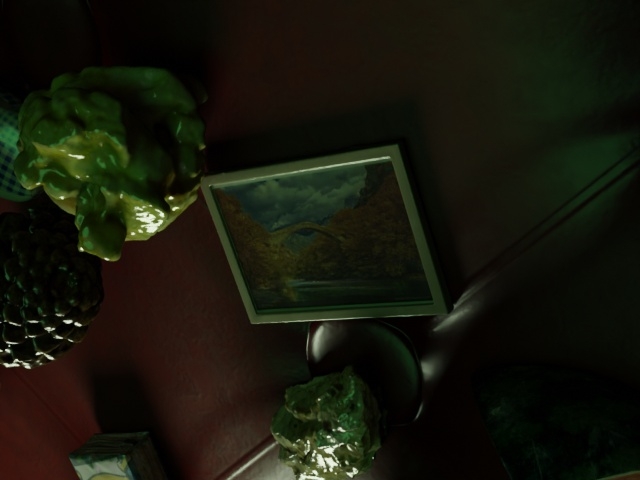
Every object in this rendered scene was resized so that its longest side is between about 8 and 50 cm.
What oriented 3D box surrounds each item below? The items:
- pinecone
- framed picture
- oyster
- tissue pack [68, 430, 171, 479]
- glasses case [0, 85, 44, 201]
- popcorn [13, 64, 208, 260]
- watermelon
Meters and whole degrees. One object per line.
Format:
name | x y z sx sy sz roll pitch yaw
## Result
pinecone | -0.349 0.054 1.074 0.204 0.184 0.179 1 128 59
framed picture | 0.000 0.000 0.927 0.250 0.016 0.184 -5 112 33
oyster | 0.005 0.221 1.009 0.209 0.072 0.133 -32 93 41
tissue pack | -0.259 0.339 1.237 0.115 0.065 0.155 -9 109 35
glasses case | -0.452 -0.154 1.083 0.327 0.076 0.125 29 128 16
popcorn | -0.203 -0.082 0.897 0.167 0.187 0.185 -7 103 42
watermelon | 0.247 0.188 0.861 0.207 0.136 0.202 2 159 2
